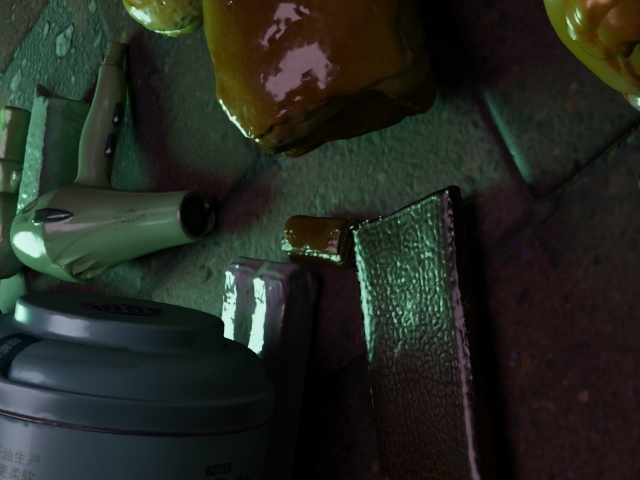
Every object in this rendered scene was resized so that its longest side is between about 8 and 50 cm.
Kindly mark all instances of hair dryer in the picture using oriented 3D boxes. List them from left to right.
[{"bbox_3d":[-0.219,-0.077,1.240,0.296,0.119,0.298,20,87,42],"label":"hair dryer"}]

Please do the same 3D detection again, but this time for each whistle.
[{"bbox_3d":[-0.441,-0.057,1.498,0.126,0.067,0.258,7,87,48],"label":"whistle"}]

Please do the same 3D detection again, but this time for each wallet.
[{"bbox_3d":[0.087,0.088,0.898,0.133,0.039,0.243,-27,65,50],"label":"wallet"}]

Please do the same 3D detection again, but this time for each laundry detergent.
[{"bbox_3d":[-0.189,0.208,0.928,0.287,0.287,0.305,10,93,49],"label":"laundry detergent"}]

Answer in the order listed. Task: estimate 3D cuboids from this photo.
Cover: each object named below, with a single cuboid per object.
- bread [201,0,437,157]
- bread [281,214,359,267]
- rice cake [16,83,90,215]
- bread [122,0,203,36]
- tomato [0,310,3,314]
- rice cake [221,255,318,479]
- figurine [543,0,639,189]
[{"bbox_3d":[-0.018,-0.244,0.941,0.195,0.149,0.344,-17,69,11],"label":"bread"},{"bbox_3d":[0.000,0.000,1.009,0.083,0.036,0.047,5,85,47],"label":"bread"},{"bbox_3d":[-0.344,-0.095,1.392,0.063,0.069,0.206,8,88,51],"label":"rice cake"},{"bbox_3d":[-0.150,-0.336,1.165,0.198,0.120,0.236,-43,54,35],"label":"bread"},{"bbox_3d":[-0.491,0.192,1.460,0.338,0.143,0.338,-2,88,49],"label":"tomato"},{"bbox_3d":[-0.064,0.167,1.047,0.106,0.050,0.298,7,90,50],"label":"rice cake"},{"bbox_3d":[0.233,-0.163,0.550,0.196,0.323,0.320,12,94,50],"label":"figurine"}]
